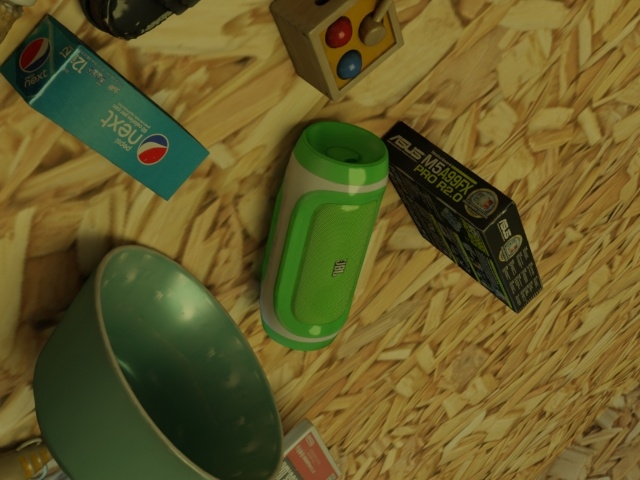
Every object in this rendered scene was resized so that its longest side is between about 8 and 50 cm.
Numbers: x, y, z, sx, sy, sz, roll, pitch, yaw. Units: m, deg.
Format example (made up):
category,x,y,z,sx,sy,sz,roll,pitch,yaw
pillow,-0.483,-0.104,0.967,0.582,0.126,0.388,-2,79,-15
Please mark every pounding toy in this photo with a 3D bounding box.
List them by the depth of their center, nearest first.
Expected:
category,x,y,z,sx,sy,sz,roll,pitch,yaw
pounding toy,0.038,-0.245,0.946,0.141,0.100,0.130,-41,145,-10

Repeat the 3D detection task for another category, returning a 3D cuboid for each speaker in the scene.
category,x,y,z,sx,sy,sz,roll,pitch,yaw
speaker,0.000,0.000,1.124,0.131,0.131,0.296,-17,135,-37

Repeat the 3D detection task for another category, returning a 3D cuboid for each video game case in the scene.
category,x,y,z,sx,sy,sz,roll,pitch,yaw
video game case,-0.096,0.423,1.359,0.285,0.025,0.204,-41,144,-15

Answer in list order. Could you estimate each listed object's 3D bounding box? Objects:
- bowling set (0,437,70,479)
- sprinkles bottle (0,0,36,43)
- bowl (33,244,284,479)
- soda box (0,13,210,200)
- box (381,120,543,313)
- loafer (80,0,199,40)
category,x,y,z,sx,sy,sz,roll,pitch,yaw
bowling set,-0.323,0.398,1.080,0.154,0.200,0.287,-25,134,-34
sprinkles bottle,-0.341,-0.106,0.652,0.355,0.121,0.121,-53,145,8
bowl,-0.198,0.175,0.971,0.163,0.311,0.311,-33,148,14
soda box,-0.201,-0.121,0.837,0.071,0.067,0.210,-48,145,1
box,0.201,-0.028,1.234,0.060,0.216,0.270,-45,145,-5
loafer,-0.091,-0.294,0.760,0.302,0.095,0.109,-50,147,2
